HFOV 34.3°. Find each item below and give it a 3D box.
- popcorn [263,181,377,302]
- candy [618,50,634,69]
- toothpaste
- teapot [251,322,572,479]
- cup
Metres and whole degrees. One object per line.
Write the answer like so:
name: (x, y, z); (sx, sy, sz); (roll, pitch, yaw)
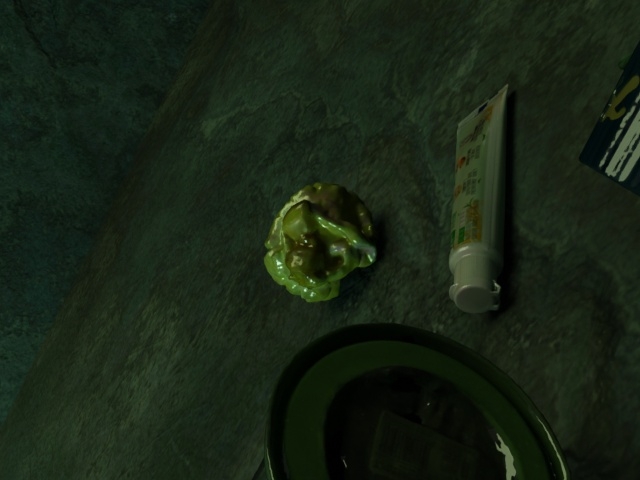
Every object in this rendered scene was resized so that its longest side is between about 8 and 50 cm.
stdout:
popcorn: (0.000, 0.000, 1.249); (0.145, 0.126, 0.126); (-46, 5, -19)
candy: (0.337, -0.203, 0.855); (0.262, 0.073, 0.077); (-36, 57, 59)
toothpaste: (0.160, -0.050, 1.056); (0.314, 0.058, 0.056); (-77, -16, -47)
teapot: (0.003, 0.253, 0.707); (0.270, 0.200, 0.337); (-72, 6, -45)
cup: (0.279, -0.099, 0.775); (0.155, 0.131, 0.176); (-59, -9, 10)
